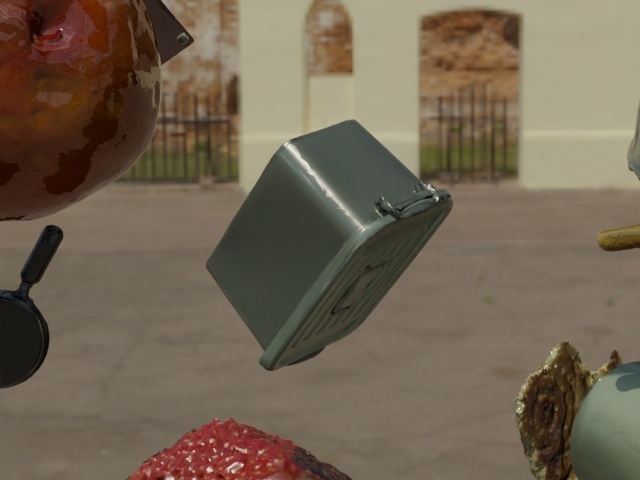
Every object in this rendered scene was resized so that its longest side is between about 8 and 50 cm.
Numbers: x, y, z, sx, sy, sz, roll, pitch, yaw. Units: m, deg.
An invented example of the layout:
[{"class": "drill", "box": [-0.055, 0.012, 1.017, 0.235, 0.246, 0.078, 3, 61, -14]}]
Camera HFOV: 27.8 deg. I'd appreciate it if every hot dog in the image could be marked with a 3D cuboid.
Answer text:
[{"class": "hot dog", "box": [0.343, -0.006, 1.279, 0.137, 0.028, 0.044, -7, 6, 10]}]

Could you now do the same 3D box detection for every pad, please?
[{"class": "pad", "box": [-0.240, -0.291, 1.559, 0.113, 0.188, 0.006, -23, 21, 52]}]

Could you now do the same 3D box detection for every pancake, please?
[{"class": "pancake", "box": [0.376, 0.267, 1.837, 0.212, 0.257, 0.056, -30, 17, -32]}]

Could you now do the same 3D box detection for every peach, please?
[{"class": "peach", "box": [-0.335, -0.192, 1.399, 0.343, 0.343, 0.301, -4, 1, -20]}]

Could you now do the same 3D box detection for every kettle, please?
[{"class": "kettle", "box": [0.406, 0.211, 1.351, 0.165, 0.240, 0.255, 11, 6, -26]}]

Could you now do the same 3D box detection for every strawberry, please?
[{"class": "strawberry", "box": [-0.075, 0.325, 1.471, 0.312, 0.267, 0.351, -3, -25, -26]}]

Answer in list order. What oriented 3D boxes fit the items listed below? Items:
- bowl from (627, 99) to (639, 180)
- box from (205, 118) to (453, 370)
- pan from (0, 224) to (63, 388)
[{"class": "bowl", "box": [0.437, -0.177, 1.279, 0.313, 0.146, 0.313, -21, 23, 9]}, {"class": "box", "box": [0.000, 0.000, 1.282, 0.163, 0.135, 0.243, -22, -24, -46]}, {"class": "pan", "box": [-0.395, 0.085, 1.664, 0.136, 0.235, 0.028, 28, 3, -13]}]
